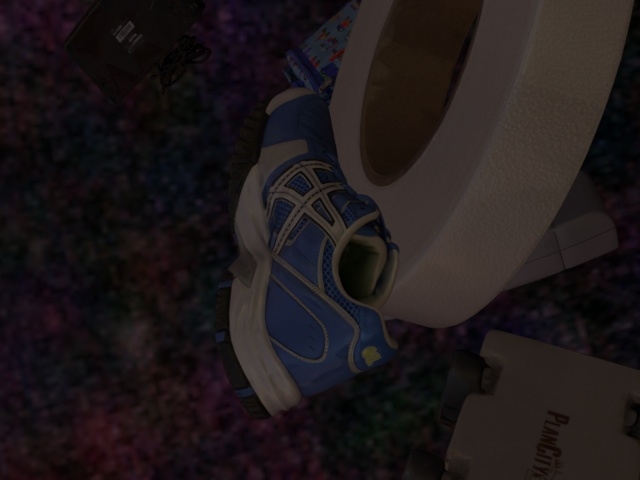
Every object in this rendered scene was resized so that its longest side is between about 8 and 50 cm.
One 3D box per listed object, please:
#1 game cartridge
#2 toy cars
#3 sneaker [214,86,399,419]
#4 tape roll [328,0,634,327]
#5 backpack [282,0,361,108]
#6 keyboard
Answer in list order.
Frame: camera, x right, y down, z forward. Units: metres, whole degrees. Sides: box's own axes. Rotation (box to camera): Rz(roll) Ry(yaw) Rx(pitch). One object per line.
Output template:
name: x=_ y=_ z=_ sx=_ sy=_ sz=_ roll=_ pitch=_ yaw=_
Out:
game cartridge: x=0.157 y=0.007 z=1.951 sx=0.198 sy=0.297 sz=0.062 roll=-88 pitch=-19 yaw=-77
toy cars: x=0.134 y=0.166 z=0.705 sx=0.394 sy=0.176 sz=0.087 roll=46 pitch=131 yaw=50
sneaker: x=0.000 y=0.000 z=0.940 sx=0.211 sy=0.081 sz=0.080 roll=-90 pitch=-22 yaw=-43
tape roll: x=0.103 y=-0.129 z=1.356 sx=0.392 sy=0.072 sz=0.392 roll=-163 pitch=90 yaw=-72
backpack: x=0.015 y=-0.141 z=1.878 sx=0.117 sy=0.173 sz=0.158 roll=49 pitch=-170 yaw=-24
keyboard: x=-0.142 y=-0.172 z=1.536 sx=0.100 sy=0.038 sz=0.192 roll=50 pitch=148 yaw=-4
